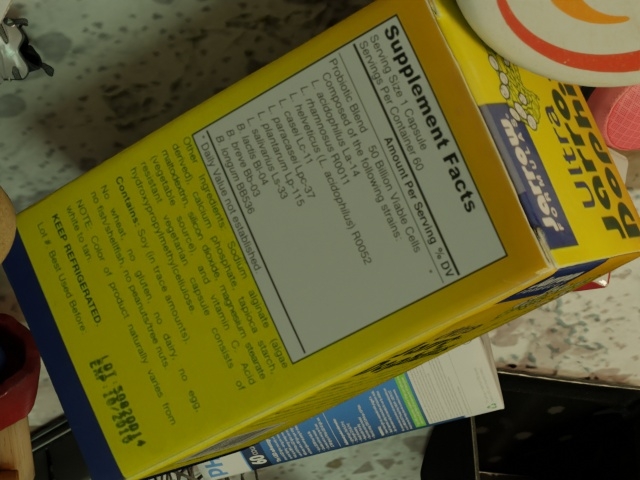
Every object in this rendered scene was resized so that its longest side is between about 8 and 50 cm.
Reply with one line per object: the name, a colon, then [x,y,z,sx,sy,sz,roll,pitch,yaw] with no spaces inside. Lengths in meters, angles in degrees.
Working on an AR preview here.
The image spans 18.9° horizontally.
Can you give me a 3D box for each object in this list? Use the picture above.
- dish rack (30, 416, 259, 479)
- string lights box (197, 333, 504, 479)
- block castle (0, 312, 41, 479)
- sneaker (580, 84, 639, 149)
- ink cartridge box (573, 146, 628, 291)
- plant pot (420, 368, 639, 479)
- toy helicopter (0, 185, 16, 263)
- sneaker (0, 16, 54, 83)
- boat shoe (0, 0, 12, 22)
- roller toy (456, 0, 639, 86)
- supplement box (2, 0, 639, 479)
dish rack: [-0.150,0.241,1.709,0.208,0.074,0.271,-30,140,28]
string lights box: [0.006,0.106,1.553,0.259,0.077,0.133,-14,142,7]
block castle: [-0.426,0.196,1.388,0.453,0.303,0.213,-2,136,-4]
sneaker: [0.331,-0.102,1.293,0.313,0.136,0.116,-12,143,5]
ink cartridge box: [0.144,-0.014,1.363,0.056,0.099,0.135,25,158,-36]
plant pot: [0.181,0.234,1.687,0.187,0.188,0.167,8,153,-22]
toy helicopter: [-0.357,0.022,1.199,0.355,0.235,0.140,-8,145,19]
sneaker: [-0.210,-0.109,1.257,0.069,0.038,0.098,2,142,-13]
boat shoe: [-0.189,-0.259,1.019,0.119,0.121,0.335,10,129,-12]
roller toy: [0.167,-0.201,1.121,0.209,0.146,0.191,27,135,-25]
supplement box: [0.000,0.000,1.256,0.356,0.194,0.195,-28,171,26]
